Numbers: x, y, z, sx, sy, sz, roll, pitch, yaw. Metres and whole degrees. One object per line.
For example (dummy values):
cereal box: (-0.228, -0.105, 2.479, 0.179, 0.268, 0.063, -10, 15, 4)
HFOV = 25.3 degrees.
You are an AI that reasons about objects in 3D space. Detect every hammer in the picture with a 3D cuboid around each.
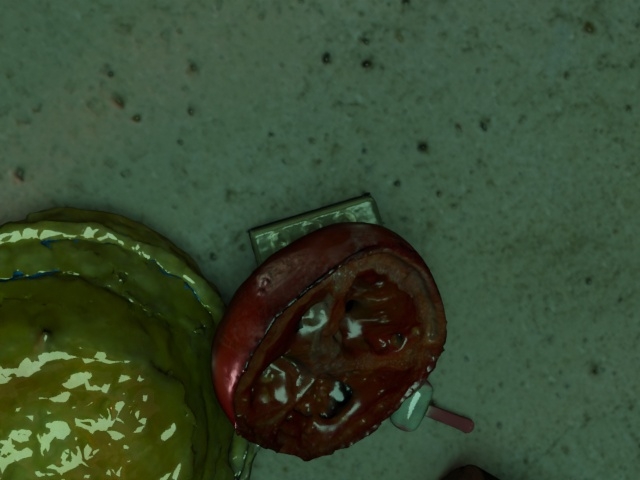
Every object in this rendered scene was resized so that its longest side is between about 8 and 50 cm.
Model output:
hammer: (0.108, 0.161, 1.333, 0.083, 0.031, 0.052, 22, 98, -15)

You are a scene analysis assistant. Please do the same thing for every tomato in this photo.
tomato: (-0.003, 0.077, 1.245, 0.228, 0.101, 0.228, -23, 133, -28)

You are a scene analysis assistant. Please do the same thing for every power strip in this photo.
power strip: (0.000, 0.000, 1.295, 0.123, 0.032, 0.056, -18, 101, -5)

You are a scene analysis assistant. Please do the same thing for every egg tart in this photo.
egg tart: (-0.232, 0.166, 1.232, 0.388, 0.169, 0.387, -2, 100, -11)

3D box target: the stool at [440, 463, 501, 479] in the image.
stool: (0.202, 0.343, 1.293, 0.264, 0.179, 0.179, 31, 93, -9)
